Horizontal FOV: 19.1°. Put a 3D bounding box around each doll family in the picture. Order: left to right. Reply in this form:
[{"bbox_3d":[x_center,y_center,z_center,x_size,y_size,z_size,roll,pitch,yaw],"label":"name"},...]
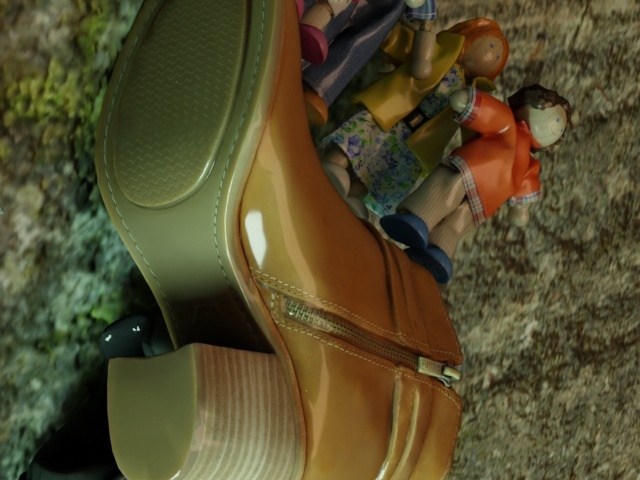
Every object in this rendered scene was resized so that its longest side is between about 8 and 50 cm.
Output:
[{"bbox_3d":[0.041,-0.115,1.075,0.163,0.118,0.263,-47,127,-24],"label":"doll family"}]

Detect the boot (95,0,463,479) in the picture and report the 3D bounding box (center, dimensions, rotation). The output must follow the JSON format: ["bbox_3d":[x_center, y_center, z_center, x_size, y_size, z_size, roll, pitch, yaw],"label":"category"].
[{"bbox_3d":[0.000,0.000,0.970,0.220,0.109,0.283,12,74,-49],"label":"boot"}]

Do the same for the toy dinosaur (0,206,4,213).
[{"bbox_3d":[-0.235,0.005,0.615,0.218,0.164,0.322,-40,147,-13],"label":"toy dinosaur"}]

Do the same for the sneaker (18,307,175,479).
[{"bbox_3d":[-0.113,0.166,0.994,0.130,0.109,0.286,27,75,-55],"label":"sneaker"}]
